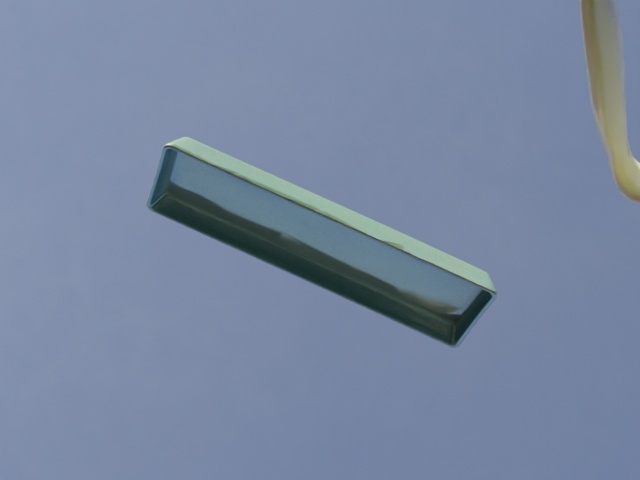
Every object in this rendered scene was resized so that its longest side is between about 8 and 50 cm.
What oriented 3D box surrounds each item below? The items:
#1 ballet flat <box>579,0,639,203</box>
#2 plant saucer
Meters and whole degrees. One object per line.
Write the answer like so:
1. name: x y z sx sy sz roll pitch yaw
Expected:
1. ballet flat: 0.160 -0.022 0.438 0.124 0.116 0.342 -19 -62 32
2. plant saucer: 0.000 0.000 0.757 0.192 0.067 0.018 24 -124 -3
